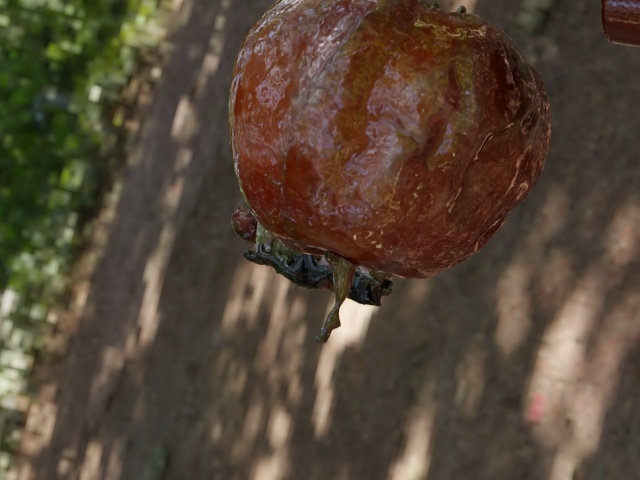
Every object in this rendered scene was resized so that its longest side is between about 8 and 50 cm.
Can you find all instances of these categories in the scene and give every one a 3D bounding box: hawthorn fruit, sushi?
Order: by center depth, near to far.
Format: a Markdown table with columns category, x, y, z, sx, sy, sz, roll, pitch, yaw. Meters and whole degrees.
| category | x | y | z | sx | sy | sz | roll | pitch | yaw |
| --- | --- | --- | --- | --- | --- | --- | --- | --- | --- |
| hawthorn fruit | 0.037 | -0.054 | 1.401 | 0.272 | 0.242 | 0.242 | -68 | 17 | 0 |
| sushi | 0.003 | -0.001 | 1.909 | 0.226 | 0.103 | 0.097 | 21 | 99 | 37 |

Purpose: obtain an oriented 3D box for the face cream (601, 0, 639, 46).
| category | x | y | z | sx | sy | sz | roll | pitch | yaw |
| --- | --- | --- | --- | --- | --- | --- | --- | --- | --- |
| face cream | 0.309 | -0.168 | 1.301 | 0.096 | 0.214 | 0.096 | 11 | -90 | -70 |
